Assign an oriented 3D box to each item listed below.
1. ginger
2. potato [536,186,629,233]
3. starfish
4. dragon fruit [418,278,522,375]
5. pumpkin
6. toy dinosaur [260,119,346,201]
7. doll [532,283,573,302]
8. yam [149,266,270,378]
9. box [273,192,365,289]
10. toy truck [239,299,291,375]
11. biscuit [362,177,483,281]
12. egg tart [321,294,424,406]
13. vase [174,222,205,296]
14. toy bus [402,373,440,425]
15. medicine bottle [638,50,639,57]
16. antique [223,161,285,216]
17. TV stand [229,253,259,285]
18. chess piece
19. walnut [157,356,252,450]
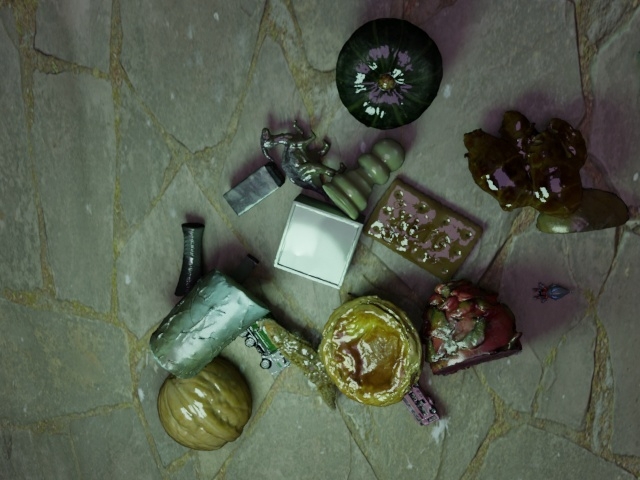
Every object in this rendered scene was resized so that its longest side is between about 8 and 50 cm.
[{"bbox_3d":[0.571,-0.215,1.703,0.357,0.152,0.274,14,107,17],"label":"ginger"},{"bbox_3d":[0.760,-0.084,1.747,0.261,0.100,0.120,-7,106,12],"label":"potato"},{"bbox_3d":[0.034,0.355,1.986,0.324,0.082,0.432,-33,102,1],"label":"starfish"},{"bbox_3d":[0.448,0.242,1.836,0.314,0.296,0.263,-24,67,25],"label":"dragon fruit"},{"bbox_3d":[0.186,-0.459,1.688,0.300,0.207,0.300,1,119,3],"label":"pumpkin"},{"bbox_3d":[-0.050,-0.253,1.856,0.162,0.077,0.294,-43,92,19],"label":"toy dinosaur"},{"bbox_3d":[0.711,0.159,1.862,0.114,0.039,0.057,-7,71,23],"label":"doll"},{"bbox_3d":[-0.350,0.253,1.902,0.348,0.241,0.241,-43,96,3],"label":"yam"},{"bbox_3d":[0.000,0.000,1.902,0.225,0.117,0.225,20,108,3],"label":"box"},{"bbox_3d":[-0.180,0.322,2.041,0.125,0.101,0.242,-31,99,14],"label":"toy truck"},{"bbox_3d":[0.312,-0.028,1.877,0.325,0.044,0.217,32,111,0],"label":"biscuit"},{"bbox_3d":[0.167,0.330,1.865,0.352,0.150,0.352,3,95,33],"label":"egg tart"},{"bbox_3d":[-0.422,0.063,2.010,0.115,0.115,0.237,8,104,8],"label":"vase"},{"bbox_3d":[0.317,0.523,2.028,0.090,0.063,0.203,-33,100,12],"label":"toy bus"},{"bbox_3d":[0.939,-0.306,1.646,0.108,0.108,0.426,-10,105,13],"label":"medicine bottle"},{"bbox_3d":[-0.201,-0.166,1.903,0.183,0.088,0.086,-33,99,18],"label":"antique"},{"bbox_3d":[-0.298,0.154,2.042,0.049,0.040,0.256,38,109,-1],"label":"TV stand"},{"bbox_3d":[0.142,-0.197,1.793,0.251,0.144,0.144,-45,95,-4],"label":"chess piece"},{"bbox_3d":[-0.386,0.555,2.053,0.333,0.333,0.333,3,107,9],"label":"walnut"}]
